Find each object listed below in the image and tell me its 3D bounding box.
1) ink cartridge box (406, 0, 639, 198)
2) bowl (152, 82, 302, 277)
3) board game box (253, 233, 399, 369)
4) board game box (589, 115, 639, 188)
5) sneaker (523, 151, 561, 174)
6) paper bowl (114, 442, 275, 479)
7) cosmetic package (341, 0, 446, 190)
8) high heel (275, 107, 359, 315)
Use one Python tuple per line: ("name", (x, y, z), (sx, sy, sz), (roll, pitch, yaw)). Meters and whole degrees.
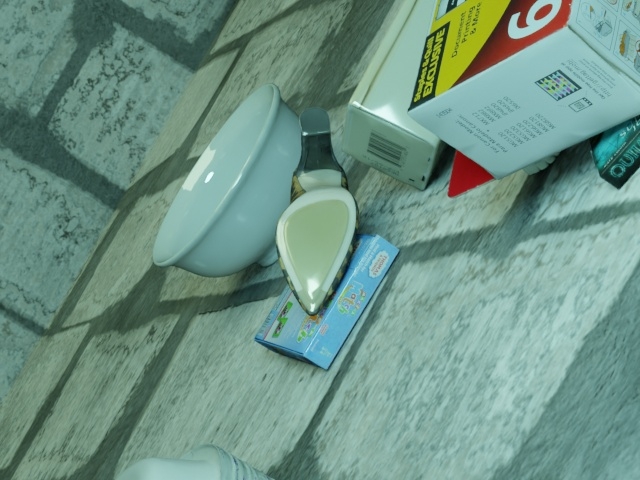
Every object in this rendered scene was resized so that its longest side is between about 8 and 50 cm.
("ink cartridge box", (0.196, -0.227, 1.699), (0.272, 0.130, 0.309), (-27, 38, 44))
("bowl", (-0.094, -0.058, 2.452), (0.298, 0.134, 0.298), (-51, 16, 21))
("board game box", (0.003, 0.065, 2.093), (0.160, 0.039, 0.211), (-58, 15, -7))
("board game box", (0.309, -0.146, 1.609), (0.186, 0.026, 0.126), (-50, 17, 22))
("sneaker", (0.225, -0.149, 1.781), (0.162, 0.073, 0.063), (-63, 16, -19))
("paper bowl", (-0.171, 0.343, 1.879), (0.284, 0.148, 0.284), (-49, 18, 23))
("cosmetic package", (0.143, -0.230, 2.036), (0.309, 0.113, 0.160), (-62, -6, -17))
("high heel", (0.000, 0.000, 2.091), (0.186, 0.093, 0.261), (85, -175, -61))
